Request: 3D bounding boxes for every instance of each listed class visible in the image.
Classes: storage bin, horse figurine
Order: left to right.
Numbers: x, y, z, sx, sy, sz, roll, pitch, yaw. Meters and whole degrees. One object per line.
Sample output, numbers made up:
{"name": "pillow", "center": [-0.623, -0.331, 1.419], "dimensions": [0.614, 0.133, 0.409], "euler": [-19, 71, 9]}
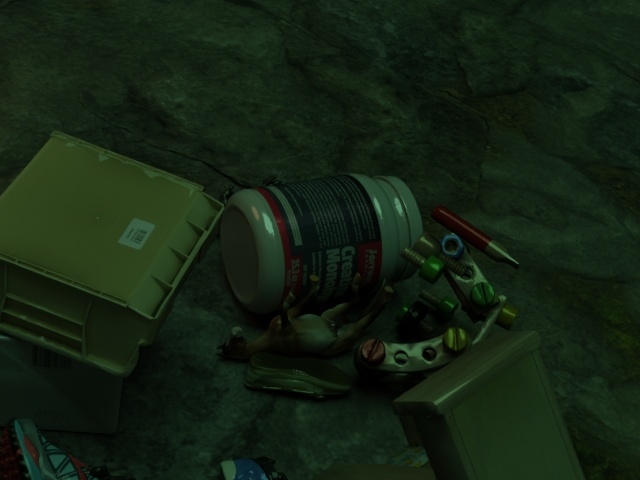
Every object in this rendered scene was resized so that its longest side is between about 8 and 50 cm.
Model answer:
{"name": "storage bin", "center": [-0.291, 0.013, 1.584], "dimensions": [0.260, 0.123, 0.262], "euler": [21, 40, 5]}
{"name": "horse figurine", "center": [-0.002, 0.117, 1.808], "dimensions": [0.263, 0.174, 0.066], "euler": [-4, 50, -36]}

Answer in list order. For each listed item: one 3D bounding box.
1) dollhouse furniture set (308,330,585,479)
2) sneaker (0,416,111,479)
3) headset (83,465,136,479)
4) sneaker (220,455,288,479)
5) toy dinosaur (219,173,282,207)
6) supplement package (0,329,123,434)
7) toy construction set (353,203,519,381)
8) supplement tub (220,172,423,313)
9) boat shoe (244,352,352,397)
{"name": "dollhouse furniture set", "center": [0.094, 0.264, 1.427], "dimensions": [0.362, 0.256, 0.394], "euler": [-27, 11, -37]}
{"name": "sneaker", "center": [-0.306, 0.324, 1.529], "dimensions": [0.125, 0.104, 0.262], "euler": [-12, 54, -40]}
{"name": "headset", "center": [-0.318, 0.422, 1.299], "dimensions": [0.243, 0.185, 0.394], "euler": [33, 57, 2]}
{"name": "sneaker", "center": [-0.074, 0.338, 1.589], "dimensions": [0.084, 0.058, 0.152], "euler": [-9, 38, -12]}
{"name": "toy dinosaur", "center": [-0.113, -0.046, 2.025], "dimensions": [0.268, 0.064, 0.118], "euler": [1, 48, -10]}
{"name": "supplement package", "center": [-0.352, 0.095, 1.702], "dimensions": [0.177, 0.175, 0.293], "euler": [5, 41, -10]}
{"name": "toy construction set", "center": [0.214, 0.121, 1.755], "dimensions": [0.237, 0.309, 0.257], "euler": [34, 52, 16]}
{"name": "supplement tub", "center": [0.000, 0.000, 1.897], "dimensions": [0.272, 0.191, 0.191], "euler": [-10, 45, -24]}
{"name": "boat shoe", "center": [-0.031, 0.201, 1.778], "dimensions": [0.153, 0.048, 0.056], "euler": [10, 27, -14]}
